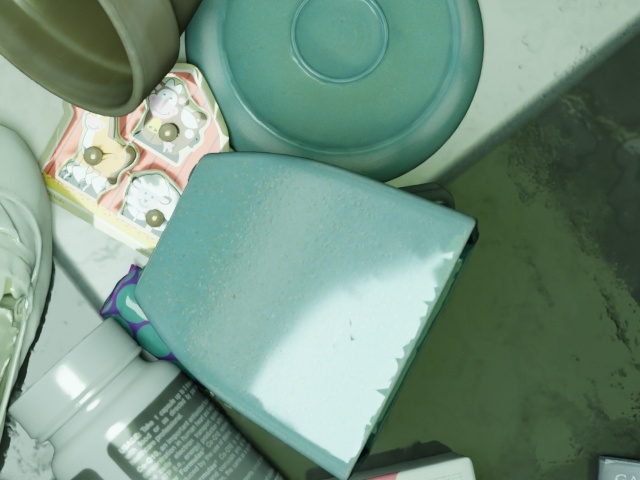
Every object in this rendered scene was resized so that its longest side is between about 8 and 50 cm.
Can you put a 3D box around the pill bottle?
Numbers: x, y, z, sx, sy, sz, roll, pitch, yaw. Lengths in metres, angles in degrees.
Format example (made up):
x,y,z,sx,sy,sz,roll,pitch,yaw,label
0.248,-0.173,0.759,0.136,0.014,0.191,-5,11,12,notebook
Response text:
x,y,z,sx,sy,sz,roll,pitch,yaw,label
-0.156,0.220,1.406,0.161,0.161,0.283,-43,92,-6,pill bottle

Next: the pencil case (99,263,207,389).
x,y,z,sx,sy,sz,roll,pitch,yaw,label
-0.146,0.089,1.460,0.151,0.064,0.070,35,47,-3,pencil case

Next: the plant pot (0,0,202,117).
x,y,z,sx,sy,sz,roll,pitch,yaw,label
-0.203,-0.327,1.373,0.323,0.323,0.280,42,68,-3,plant pot

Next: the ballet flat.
x,y,z,sx,sy,sz,roll,pitch,yaw,label
-0.334,0.084,1.398,0.139,0.139,0.400,10,89,-5,ballet flat

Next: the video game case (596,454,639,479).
x,y,z,sx,sy,sz,roll,pitch,yaw,label
0.371,0.369,1.477,0.196,0.026,0.274,4,86,24,video game case

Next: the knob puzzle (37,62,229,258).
x,y,z,sx,sy,sz,roll,pitch,yaw,label
-0.178,-0.094,1.466,0.213,0.030,0.213,0,95,-1,knob puzzle

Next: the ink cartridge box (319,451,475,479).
x,y,z,sx,sy,sz,roll,pitch,yaw,label
0.093,0.338,1.462,0.158,0.092,0.218,-11,87,-6,ink cartridge box

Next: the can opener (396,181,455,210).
x,y,z,sx,sy,sz,roll,pitch,yaw,label
0.000,0.000,1.478,0.280,0.074,0.093,-14,105,-7,can opener

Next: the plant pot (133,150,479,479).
x,y,z,sx,sy,sz,roll,pitch,yaw,label
-0.021,0.044,1.322,0.252,0.247,0.248,26,90,7,plant pot

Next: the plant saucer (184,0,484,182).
x,y,z,sx,sy,sz,roll,pitch,yaw,label
0.018,-0.211,1.499,0.317,0.044,0.318,0,88,-5,plant saucer
